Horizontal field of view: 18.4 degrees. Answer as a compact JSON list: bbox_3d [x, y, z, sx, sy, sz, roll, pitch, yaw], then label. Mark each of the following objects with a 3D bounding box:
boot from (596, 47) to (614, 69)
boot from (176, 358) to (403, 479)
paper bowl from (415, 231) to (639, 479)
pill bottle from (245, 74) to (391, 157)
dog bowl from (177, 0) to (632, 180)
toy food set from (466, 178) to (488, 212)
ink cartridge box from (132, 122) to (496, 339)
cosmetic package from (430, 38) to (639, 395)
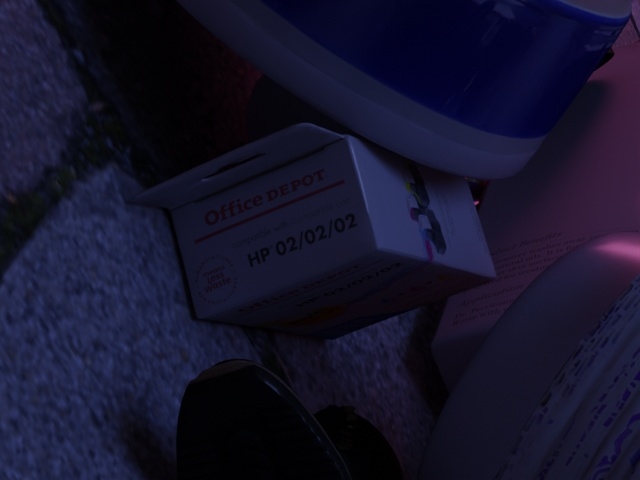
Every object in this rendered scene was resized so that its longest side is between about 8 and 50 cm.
[{"bbox_3d":[0.105,-0.153,1.310,0.219,0.082,0.106,-4,65,-44],"label":"boot"},{"bbox_3d":[-0.010,0.101,0.930,0.137,0.076,0.198,-86,159,-52],"label":"boot"},{"bbox_3d":[0.155,0.111,0.976,0.148,0.284,0.284,31,10,25],"label":"paper bowl"},{"bbox_3d":[0.023,-0.065,1.102,0.160,0.087,0.087,-2,72,-65],"label":"pill bottle"},{"bbox_3d":[0.027,-0.153,1.018,0.265,0.104,0.265,31,21,-13],"label":"dog bowl"},{"bbox_3d":[0.114,-0.004,1.329,0.078,0.019,0.122,-9,79,-66],"label":"toy food set"},{"bbox_3d":[0.000,0.000,0.977,0.181,0.104,0.062,14,57,-61],"label":"ink cartridge box"},{"bbox_3d":[0.224,0.005,1.286,0.156,0.217,0.385,67,27,-23],"label":"cosmetic package"}]
